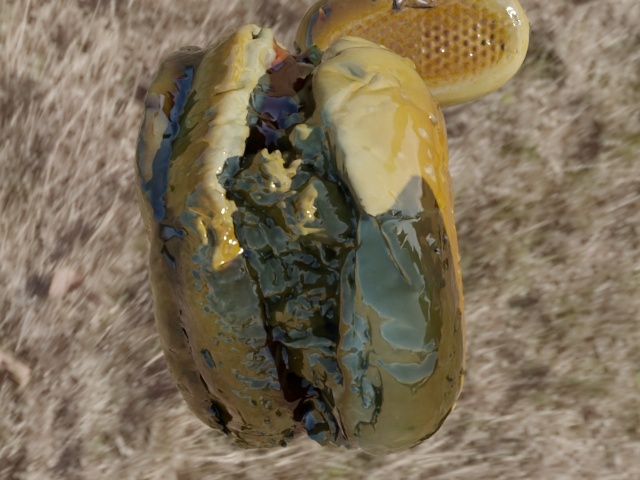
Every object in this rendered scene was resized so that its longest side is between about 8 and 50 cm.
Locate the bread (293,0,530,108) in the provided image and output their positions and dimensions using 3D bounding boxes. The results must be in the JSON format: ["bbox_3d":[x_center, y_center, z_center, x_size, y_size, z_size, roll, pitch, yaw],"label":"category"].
[{"bbox_3d":[0.070,-0.159,1.261,0.189,0.077,0.114,-5,112,-8],"label":"bread"}]

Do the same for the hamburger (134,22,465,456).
[{"bbox_3d":[0.000,0.000,0.896,0.163,0.244,0.244,-6,81,12],"label":"hamburger"}]
